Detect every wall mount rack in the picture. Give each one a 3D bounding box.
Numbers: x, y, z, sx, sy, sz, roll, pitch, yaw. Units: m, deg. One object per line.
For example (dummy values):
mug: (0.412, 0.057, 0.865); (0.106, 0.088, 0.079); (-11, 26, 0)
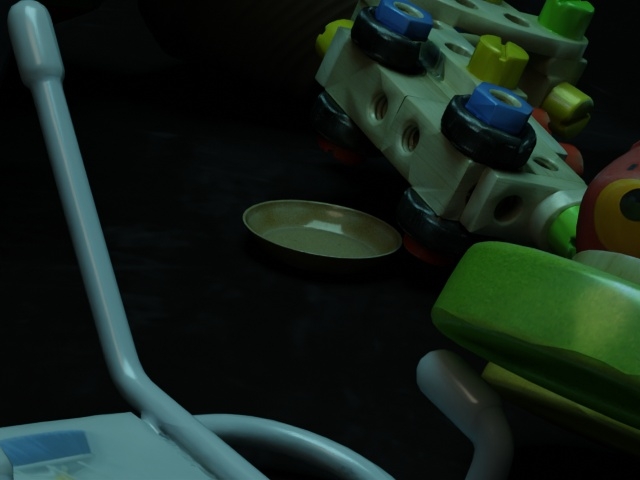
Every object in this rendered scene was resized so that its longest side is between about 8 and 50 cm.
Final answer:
wall mount rack: (-0.114, 0.029, 0.665); (0.350, 0.130, 0.304); (-2, 29, -46)

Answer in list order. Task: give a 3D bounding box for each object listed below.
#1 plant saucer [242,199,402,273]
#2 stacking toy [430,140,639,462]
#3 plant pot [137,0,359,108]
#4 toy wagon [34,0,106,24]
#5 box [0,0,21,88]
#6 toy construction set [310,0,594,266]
plant saucer: (0.000, 0.000, 1.028); (0.083, 0.015, 0.083); (9, 19, -3)
stacking toy: (0.196, 0.033, 0.689); (0.309, 0.130, 0.279); (21, -7, 25)
plant pot: (0.012, -0.159, 1.269); (0.237, 0.237, 0.110); (-16, 73, -50)
toy wagon: (-0.201, -0.202, 1.198); (0.344, 0.267, 0.068); (5, 64, -21)
box: (-0.269, -0.198, 0.960); (0.294, 0.296, 0.183); (19, 17, -12)
toy construction set: (0.119, -0.063, 1.086); (0.215, 0.151, 0.327); (9, 13, -35)
